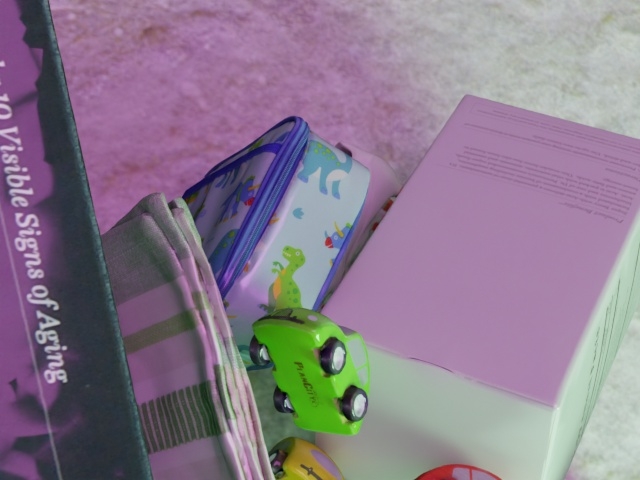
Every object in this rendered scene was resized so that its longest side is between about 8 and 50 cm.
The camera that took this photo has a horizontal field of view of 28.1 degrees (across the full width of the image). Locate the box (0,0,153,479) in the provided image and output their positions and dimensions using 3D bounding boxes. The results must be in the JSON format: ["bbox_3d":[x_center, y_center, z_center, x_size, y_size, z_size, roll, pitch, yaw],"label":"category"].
[{"bbox_3d":[-0.371,0.081,0.709,0.471,0.297,0.480,-13,92,-24],"label":"box"}]

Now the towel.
[{"bbox_3d":[-0.116,0.155,0.869,0.038,0.248,0.325,-12,80,-43],"label":"towel"}]

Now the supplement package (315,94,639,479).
[{"bbox_3d":[0.132,0.055,0.972,0.177,0.175,0.293,18,45,19],"label":"supplement package"}]

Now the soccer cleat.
[{"bbox_3d":[0.000,0.000,1.068,0.076,0.068,0.196,35,57,-4],"label":"soccer cleat"}]

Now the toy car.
[{"bbox_3d":[0.020,0.123,0.843,0.053,0.239,0.225,-55,136,-41],"label":"toy car"}]

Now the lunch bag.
[{"bbox_3d":[-0.059,0.008,0.950,0.090,0.219,0.176,34,69,-17],"label":"lunch bag"}]
